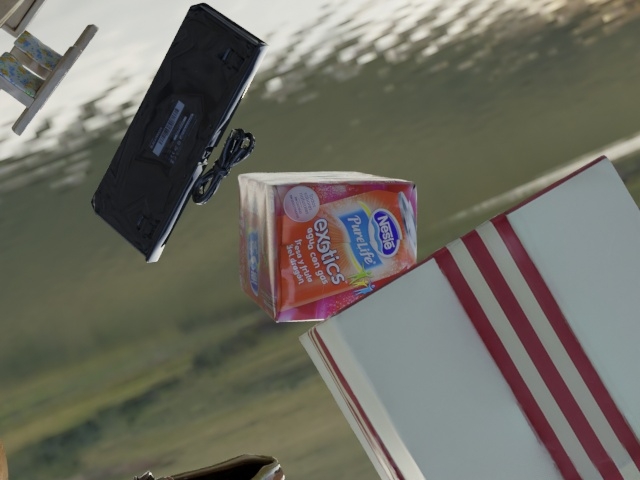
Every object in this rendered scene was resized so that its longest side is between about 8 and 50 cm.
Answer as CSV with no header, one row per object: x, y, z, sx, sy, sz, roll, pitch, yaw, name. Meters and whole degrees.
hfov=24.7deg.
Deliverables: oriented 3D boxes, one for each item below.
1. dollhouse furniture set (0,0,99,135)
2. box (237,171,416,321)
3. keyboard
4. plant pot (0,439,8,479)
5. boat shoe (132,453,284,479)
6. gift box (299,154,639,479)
-0.291,-0.250,1.324,0.161,0.212,0.242,-50,-167,20,dollhouse furniture set
0.000,0.000,1.366,0.128,0.123,0.257,-2,-175,-10,box
-0.094,-0.071,1.059,0.023,0.108,0.180,10,113,-53,keyboard
-0.375,0.258,1.105,0.291,0.291,0.203,-22,-140,0,plant pot
-0.165,0.273,1.428,0.307,0.104,0.110,-7,-157,-45,boat shoe
0.155,0.115,1.055,0.255,0.258,0.276,-30,176,-4,gift box
